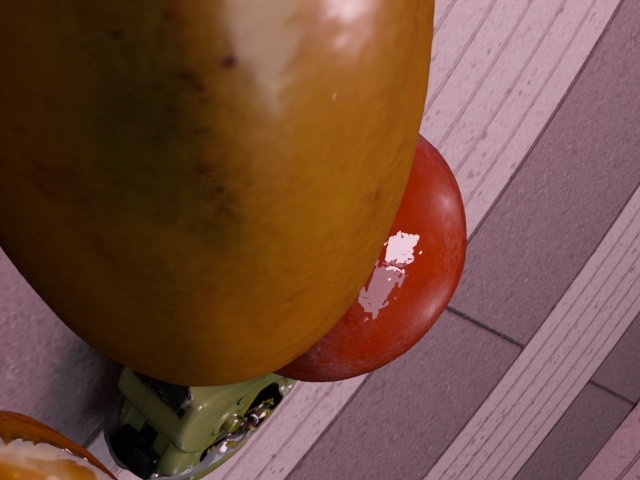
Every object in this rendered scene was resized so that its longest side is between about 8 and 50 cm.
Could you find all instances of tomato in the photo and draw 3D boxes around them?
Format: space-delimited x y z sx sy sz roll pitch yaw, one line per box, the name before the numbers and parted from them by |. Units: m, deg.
tomato | 0.000 0.000 0.928 0.184 0.208 0.208 -17 137 -61

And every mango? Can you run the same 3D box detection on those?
mango | -0.083 -0.108 0.560 0.232 0.300 0.445 -29 141 -26

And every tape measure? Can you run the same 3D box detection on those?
tape measure | -0.093 0.118 1.036 0.200 0.106 0.175 -32 159 -52

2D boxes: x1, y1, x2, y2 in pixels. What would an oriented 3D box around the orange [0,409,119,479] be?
orange | -0.260 0.228 0.766 0.310 0.274 0.274 -13 156 14
